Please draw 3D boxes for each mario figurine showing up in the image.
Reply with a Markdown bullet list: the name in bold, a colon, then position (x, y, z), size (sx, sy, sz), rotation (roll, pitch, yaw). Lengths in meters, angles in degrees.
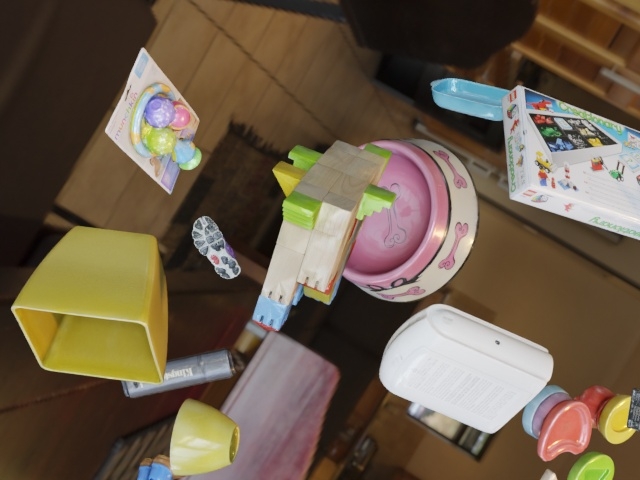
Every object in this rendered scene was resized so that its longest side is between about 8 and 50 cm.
- **mario figurine**: position (-0.380, 0.654, 2.059), size (0.198, 0.170, 0.320), rotation (95, 11, -59)

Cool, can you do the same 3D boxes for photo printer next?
- **photo printer**: position (0.289, 0.266, 1.949), size (0.256, 0.308, 0.107), rotation (120, -10, -45)

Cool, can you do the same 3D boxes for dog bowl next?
- **dog bowl**: position (0.164, -0.059, 2.219), size (0.150, 0.408, 0.408), rotation (12, 111, -53)

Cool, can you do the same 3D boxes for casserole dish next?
- **casserole dish**: position (0.304, -0.276, 1.822), size (0.114, 0.188, 0.037), rotation (-39, 140, -52)

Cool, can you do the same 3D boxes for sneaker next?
- **sneaker**: position (-0.246, 0.013, 2.173), size (0.068, 0.170, 0.071), rotation (-23, -152, 6)

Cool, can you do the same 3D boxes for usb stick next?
- **usb stick**: position (-0.344, 0.323, 2.254), size (0.045, 0.278, 0.077), rotation (-96, 173, -78)

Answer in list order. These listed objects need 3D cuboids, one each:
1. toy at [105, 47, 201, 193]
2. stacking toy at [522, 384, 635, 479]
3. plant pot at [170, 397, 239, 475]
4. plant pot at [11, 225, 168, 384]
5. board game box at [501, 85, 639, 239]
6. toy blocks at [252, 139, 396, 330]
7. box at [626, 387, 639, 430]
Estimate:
- **toy**: position (-0.229, -0.169, 1.398), size (0.237, 0.056, 0.136), rotation (60, 48, -69)
- **stacking toy**: position (0.577, 0.465, 2.171), size (0.309, 0.130, 0.279), rotation (7, 105, -33)
- **plant pot**: position (-0.196, 0.351, 1.628), size (0.134, 0.095, 0.134), rotation (6, 90, -79)
- **plant pot**: position (-0.354, 0.096, 1.531), size (0.212, 0.212, 0.187), rotation (91, 7, -56)
- **board game box**: position (0.441, -0.124, 1.544), size (0.053, 0.305, 0.193), rotation (-38, -137, 52)
- **toy blocks**: position (0.000, 0.000, 1.569), size (0.381, 0.191, 0.260), rotation (-55, 165, -63)
- **box**: position (0.666, 0.350, 1.898), size (0.018, 0.067, 0.083), rotation (6, 93, -45)
